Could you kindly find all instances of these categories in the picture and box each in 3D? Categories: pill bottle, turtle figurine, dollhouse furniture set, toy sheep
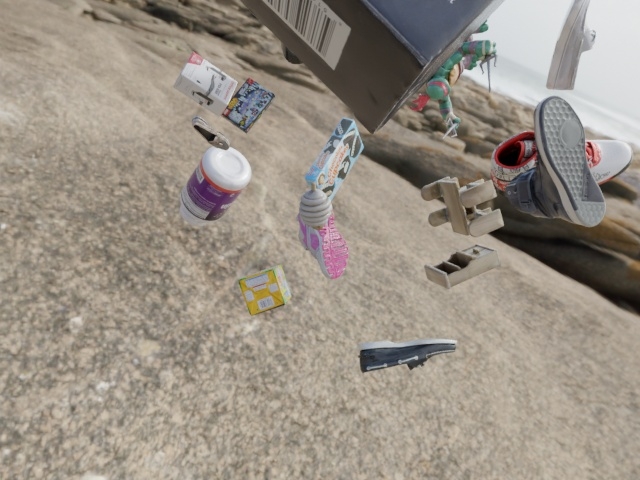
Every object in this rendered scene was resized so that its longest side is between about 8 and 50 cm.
[{"bbox_3d":[-0.395,-0.186,1.923,0.181,0.323,0.182,20,50,-26],"label":"pill bottle"},{"bbox_3d":[0.246,-0.305,0.959,0.118,0.175,0.234,27,55,0],"label":"turtle figurine"},{"bbox_3d":[0.332,-0.027,1.330,0.160,0.242,0.212,-22,14,-11],"label":"dollhouse furniture set"},{"bbox_3d":[-0.011,-0.084,1.306,0.091,0.132,0.091,-7,28,4],"label":"toy sheep"}]

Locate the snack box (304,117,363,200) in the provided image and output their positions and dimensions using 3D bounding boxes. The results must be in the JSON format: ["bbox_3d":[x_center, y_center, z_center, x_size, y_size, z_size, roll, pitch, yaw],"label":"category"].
[{"bbox_3d":[0.062,-0.324,2.184,0.060,0.322,0.187,22,-19,28],"label":"snack box"}]

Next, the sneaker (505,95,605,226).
[{"bbox_3d":[0.374,-0.132,0.903,0.086,0.226,0.163,-30,18,-12],"label":"sneaker"}]

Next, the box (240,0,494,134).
[{"bbox_3d":[0.104,-0.374,0.565,0.293,0.395,0.212,44,-9,-2],"label":"box"}]

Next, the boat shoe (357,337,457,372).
[{"bbox_3d":[0.263,0.346,1.591,0.302,0.091,0.114,-5,-12,3],"label":"boat shoe"}]

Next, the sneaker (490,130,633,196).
[{"bbox_3d":[0.472,-0.162,1.039,0.145,0.269,0.090,41,42,-60],"label":"sneaker"}]

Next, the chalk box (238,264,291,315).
[{"bbox_3d":[-0.187,0.168,1.861,0.132,0.132,0.213,-19,2,4],"label":"chalk box"}]

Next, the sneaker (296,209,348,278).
[{"bbox_3d":[0.000,0.000,1.571,0.102,0.111,0.253,-2,69,-39],"label":"sneaker"}]

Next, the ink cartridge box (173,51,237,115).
[{"bbox_3d":[-0.290,-0.397,1.345,0.135,0.056,0.099,30,51,-23],"label":"ink cartridge box"}]

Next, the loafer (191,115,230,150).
[{"bbox_3d":[-0.296,-0.280,1.421,0.125,0.045,0.039,39,27,-29],"label":"loafer"}]

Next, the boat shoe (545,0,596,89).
[{"bbox_3d":[0.466,-0.361,0.966,0.063,0.184,0.066,14,38,15],"label":"boat shoe"}]

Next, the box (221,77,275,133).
[{"bbox_3d":[-0.205,-0.381,1.494,0.093,0.137,0.027,34,-9,9],"label":"box"}]

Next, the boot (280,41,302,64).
[{"bbox_3d":[-0.070,-0.542,1.198,0.083,0.161,0.247,-20,74,-20],"label":"boot"}]
